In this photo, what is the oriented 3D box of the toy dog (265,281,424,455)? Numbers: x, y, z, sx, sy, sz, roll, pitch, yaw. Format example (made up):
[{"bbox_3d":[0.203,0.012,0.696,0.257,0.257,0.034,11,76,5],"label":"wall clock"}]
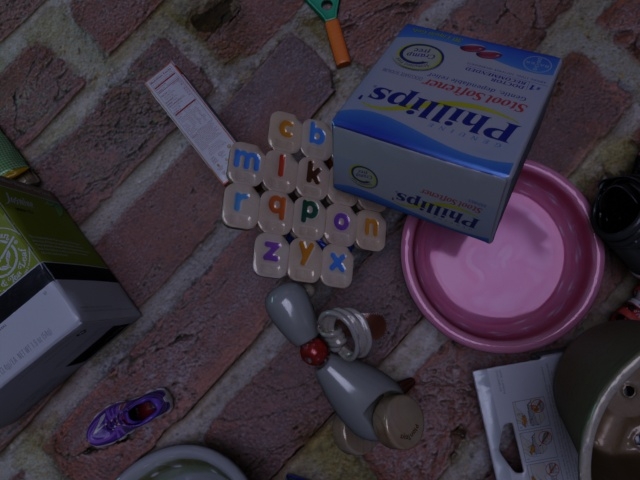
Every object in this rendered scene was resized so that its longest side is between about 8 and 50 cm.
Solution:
[{"bbox_3d":[0.060,0.197,0.870,0.220,0.161,0.334,0,118,42],"label":"toy dog"}]

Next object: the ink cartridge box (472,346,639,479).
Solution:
[{"bbox_3d":[0.396,0.326,0.878,0.238,0.060,0.275,-12,84,5],"label":"ink cartridge box"}]

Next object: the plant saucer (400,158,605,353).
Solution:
[{"bbox_3d":[0.303,0.023,0.908,0.331,0.084,0.333,0,85,5],"label":"plant saucer"}]

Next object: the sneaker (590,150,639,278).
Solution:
[{"bbox_3d":[0.528,-0.098,0.847,0.146,0.104,0.296,29,74,-29],"label":"sneaker"}]

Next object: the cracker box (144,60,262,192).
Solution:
[{"bbox_3d":[-0.197,-0.188,0.943,0.067,0.156,0.232,-38,81,1],"label":"cracker box"}]

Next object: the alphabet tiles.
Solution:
[{"bbox_3d":[-0.018,-0.067,0.865,0.283,0.021,0.278,10,76,-21],"label":"alphabet tiles"}]

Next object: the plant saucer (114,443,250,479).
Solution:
[{"bbox_3d":[-0.237,0.548,0.849,0.400,0.100,0.401,-14,53,19],"label":"plant saucer"}]

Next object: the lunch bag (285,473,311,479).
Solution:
[{"bbox_3d":[-0.004,0.489,0.888,0.151,0.096,0.129,19,84,-7],"label":"lunch bag"}]

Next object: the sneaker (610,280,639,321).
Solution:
[{"bbox_3d":[0.560,0.084,0.872,0.144,0.090,0.270,-9,86,2],"label":"sneaker"}]

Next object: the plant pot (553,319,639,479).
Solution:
[{"bbox_3d":[0.461,0.240,0.687,0.333,0.305,0.334,0,91,8],"label":"plant pot"}]

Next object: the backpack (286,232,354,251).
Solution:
[{"bbox_3d":[0.000,0.000,0.936,0.120,0.098,0.101,18,90,-5],"label":"backpack"}]

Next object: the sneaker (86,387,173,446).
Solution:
[{"bbox_3d":[-0.352,0.317,0.948,0.169,0.071,0.068,-30,82,3],"label":"sneaker"}]

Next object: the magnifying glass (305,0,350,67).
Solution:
[{"bbox_3d":[0.015,-0.445,1.015,0.092,0.026,0.231,-15,83,4],"label":"magnifying glass"}]

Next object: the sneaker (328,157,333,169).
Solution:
[{"bbox_3d":[0.103,-0.141,0.965,0.174,0.064,0.068,-4,103,10],"label":"sneaker"}]

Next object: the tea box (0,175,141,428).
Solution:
[{"bbox_3d":[-0.568,0.113,0.915,0.329,0.220,0.324,-40,81,0],"label":"tea box"}]

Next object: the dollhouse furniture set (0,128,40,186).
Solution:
[{"bbox_3d":[-0.722,-0.095,0.987,0.301,0.151,0.198,-42,82,0],"label":"dollhouse furniture set"}]

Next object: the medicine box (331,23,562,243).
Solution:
[{"bbox_3d":[0.196,-0.180,0.828,0.263,0.149,0.289,21,56,19],"label":"medicine box"}]
